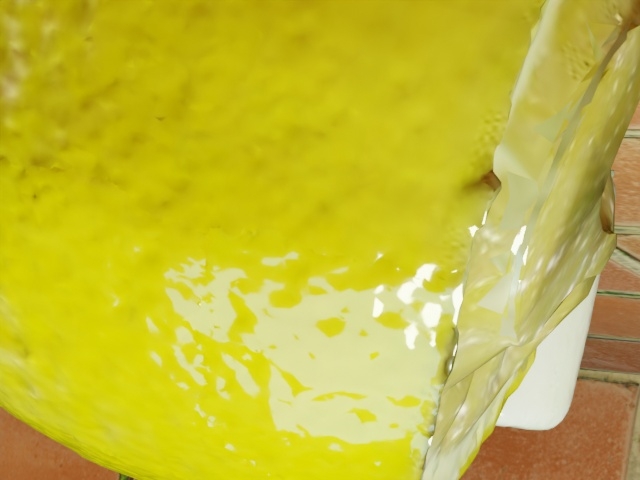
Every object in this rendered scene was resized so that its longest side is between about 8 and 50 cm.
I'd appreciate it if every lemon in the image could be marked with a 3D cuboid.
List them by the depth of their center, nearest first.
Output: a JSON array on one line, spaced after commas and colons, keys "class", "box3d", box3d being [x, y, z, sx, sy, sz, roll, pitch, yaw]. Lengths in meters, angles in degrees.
[{"class": "lemon", "box3d": [-0.042, -0.078, 0.732, 0.364, 0.364, 0.364, 10, 171, 2]}]

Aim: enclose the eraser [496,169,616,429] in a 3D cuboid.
[{"class": "eraser", "box3d": [0.000, 0.000, 1.026, 0.331, 0.150, 0.331, 9, -176, -1]}]
